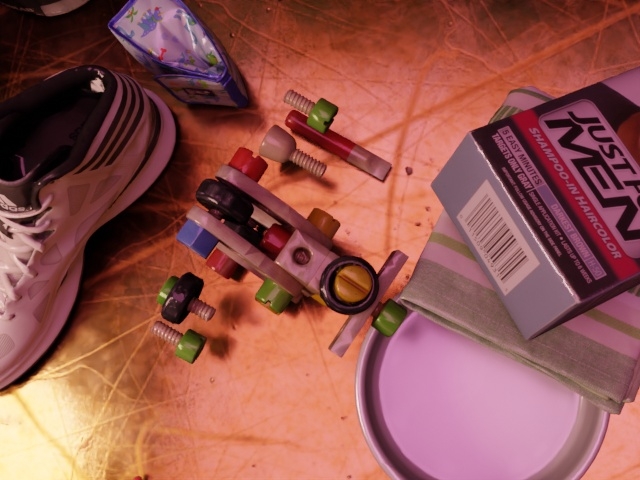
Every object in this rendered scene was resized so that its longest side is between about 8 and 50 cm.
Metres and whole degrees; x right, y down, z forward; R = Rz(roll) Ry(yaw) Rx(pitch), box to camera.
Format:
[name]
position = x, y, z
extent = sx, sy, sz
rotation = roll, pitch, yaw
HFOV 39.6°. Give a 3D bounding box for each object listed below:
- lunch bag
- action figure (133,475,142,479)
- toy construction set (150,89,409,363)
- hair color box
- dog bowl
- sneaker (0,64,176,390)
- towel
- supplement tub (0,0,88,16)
[lunch bag]
position = -0.157, -0.219, 1.055
extent = 0.151, 0.129, 0.096
rotation = 36, 90, 9
[action figure]
position = -0.234, 0.333, 1.047
extent = 0.038, 0.030, 0.115
rotation = 18, 84, 15
[toy construction set]
position = 0.000, 0.000, 0.972
extent = 0.237, 0.257, 0.308
rotation = 29, 58, 5
[hair color box]
position = 0.322, -0.066, 0.888
extent = 0.375, 0.113, 0.185
rotation = -22, 73, -23
[dog bowl]
position = 0.173, 0.162, 0.970
extent = 0.265, 0.104, 0.264
rotation = -1, 82, 8
[sneaker]
position = -0.355, -0.017, 0.992
extent = 0.169, 0.257, 0.447
rotation = 34, 89, 11
[towel]
position = 0.255, -0.008, 0.939
extent = 0.248, 0.038, 0.324
rotation = 27, 61, 4
[supplement tub]
position = -0.374, -0.407, 1.004
extent = 0.207, 0.338, 0.207
rotation = -1, 82, 7
